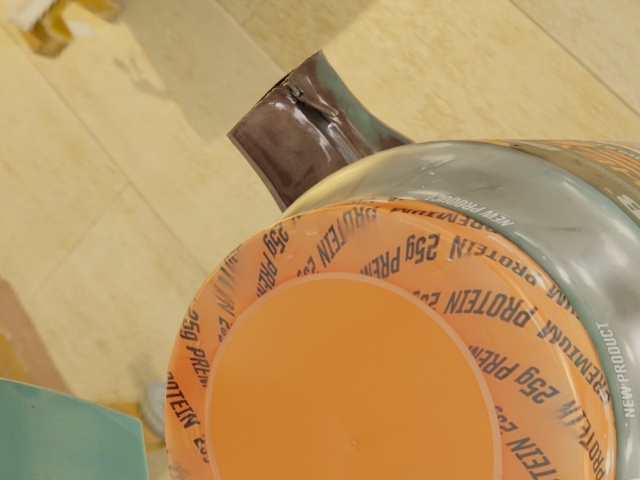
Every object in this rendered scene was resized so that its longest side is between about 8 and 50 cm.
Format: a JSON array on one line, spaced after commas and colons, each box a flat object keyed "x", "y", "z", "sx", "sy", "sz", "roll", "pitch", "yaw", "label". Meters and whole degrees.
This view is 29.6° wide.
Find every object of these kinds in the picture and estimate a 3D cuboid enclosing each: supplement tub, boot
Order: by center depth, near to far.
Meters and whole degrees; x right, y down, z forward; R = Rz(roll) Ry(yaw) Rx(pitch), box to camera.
[{"x": 0.087, "y": 0.053, "z": 0.514, "sx": 0.194, "sy": 0.316, "sz": 0.193, "roll": 3, "pitch": 96, "yaw": 29, "label": "supplement tub"}, {"x": 0.000, "y": 0.000, "z": 0.875, "sx": 0.207, "sy": 0.248, "sz": 0.090, "roll": 46, "pitch": 142, "yaw": -11, "label": "boot"}]

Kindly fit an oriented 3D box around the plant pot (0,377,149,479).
[{"x": -0.226, "y": 0.181, "z": 0.746, "sx": 0.165, "sy": 0.234, "sz": 0.165, "roll": -112, "pitch": 26, "yaw": -56, "label": "plant pot"}]
